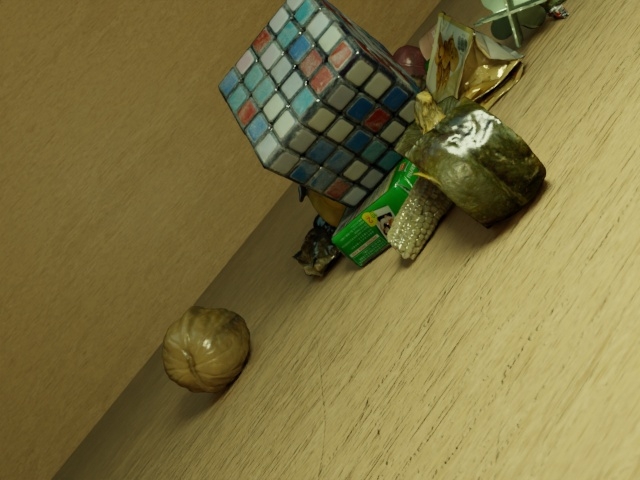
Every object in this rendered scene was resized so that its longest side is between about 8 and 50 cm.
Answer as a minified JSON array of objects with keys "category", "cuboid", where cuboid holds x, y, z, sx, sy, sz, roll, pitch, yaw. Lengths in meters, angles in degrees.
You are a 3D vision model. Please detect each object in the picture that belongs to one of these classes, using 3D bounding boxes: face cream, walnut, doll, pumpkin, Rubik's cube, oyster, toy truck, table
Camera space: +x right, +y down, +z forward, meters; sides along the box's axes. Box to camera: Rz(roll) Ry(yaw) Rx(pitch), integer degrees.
[{"category":"face cream","cuboid":[0.399,-0.616,2.058,0.104,0.149,0.149,-37,17,45]},{"category":"walnut","cuboid":[-0.289,0.272,1.666,0.225,0.225,0.261,-47,7,12]},{"category":"doll","cuboid":[0.287,-0.549,2.276,0.196,0.152,0.255,47,115,47]},{"category":"pumpkin","cuboid":[0.218,-0.144,1.048,0.139,0.222,0.317,-48,11,13]},{"category":"Rubik's cube","cuboid":[0.015,-0.287,1.340,0.287,0.293,0.291,-47,48,20]},{"category":"oyster","cuboid":[-0.004,0.007,1.746,0.221,0.096,0.361,-51,7,32]},{"category":"toy truck","cuboid":[0.548,-0.526,1.509,0.024,0.032,0.083,-44,10,11]},{"category":"table","cuboid":[0.447,-0.540,1.530,0.166,0.166,0.198,-43,4,29]}]

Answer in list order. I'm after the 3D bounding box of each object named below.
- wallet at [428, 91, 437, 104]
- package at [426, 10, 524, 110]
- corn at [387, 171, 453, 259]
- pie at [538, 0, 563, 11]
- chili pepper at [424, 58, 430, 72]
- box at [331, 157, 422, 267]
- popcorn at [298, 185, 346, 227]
[{"category":"wallet","cuboid":[0.288,-0.361,1.796,0.245,0.052,0.169,-36,13,-16]},{"category":"package","cuboid":[0.377,-0.413,1.578,0.311,0.165,0.221,-97,13,-64]},{"category":"corn","cuboid":[0.192,-0.056,1.226,0.210,0.087,0.087,-56,12,-11]},{"category":"pie","cuboid":[0.623,-0.692,1.638,0.274,0.106,0.257,-48,26,23]},{"category":"chili pepper","cuboid":[0.382,-0.517,1.893,0.099,0.083,0.253,-27,9,46]},{"category":"box","cuboid":[0.143,-0.071,1.403,0.250,0.103,0.180,-41,14,41]},{"category":"popcorn","cuboid":[0.106,-0.202,1.625,0.315,0.281,0.297,113,156,-44]}]
